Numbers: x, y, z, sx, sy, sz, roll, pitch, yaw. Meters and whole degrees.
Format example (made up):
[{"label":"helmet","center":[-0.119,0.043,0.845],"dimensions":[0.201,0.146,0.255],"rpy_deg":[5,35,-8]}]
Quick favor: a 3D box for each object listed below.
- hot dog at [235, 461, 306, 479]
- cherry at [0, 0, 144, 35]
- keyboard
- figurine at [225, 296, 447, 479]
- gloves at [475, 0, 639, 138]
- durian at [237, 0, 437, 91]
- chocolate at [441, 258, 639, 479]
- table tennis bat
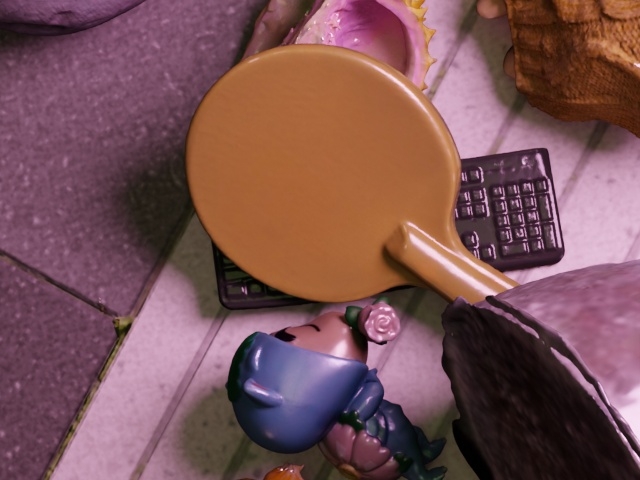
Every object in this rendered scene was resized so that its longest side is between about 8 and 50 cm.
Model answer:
[{"label":"hot dog","center":[-0.061,0.330,1.000],"dimensions":[0.135,0.100,0.337],"rpy_deg":[8,84,11]},{"label":"cherry","center":[-0.212,-0.271,1.069],"dimensions":[0.266,0.183,0.213],"rpy_deg":[-6,95,-4]},{"label":"keyboard","center":[-0.003,-0.002,1.068],"dimensions":[0.381,0.041,0.103],"rpy_deg":[-10,81,8]},{"label":"figurine","center":[0.023,0.111,1.013],"dimensions":[0.178,0.114,0.144],"rpy_deg":[32,93,-5]},{"label":"gloves","center":[0.280,-0.177,0.968],"dimensions":[0.356,0.155,0.203],"rpy_deg":[0,58,30]},{"label":"durian","center":[-0.003,-0.146,1.044],"dimensions":[0.165,0.132,0.182],"rpy_deg":[14,105,27]},{"label":"chocolate","center":[0.242,0.124,0.904],"dimensions":[0.213,0.303,0.303],"rpy_deg":[-26,78,-15]},{"label":"table tennis bat","center":[0.044,-0.014,1.008],"dimensions":[0.321,0.050,0.198],"rpy_deg":[35,113,-8]}]
